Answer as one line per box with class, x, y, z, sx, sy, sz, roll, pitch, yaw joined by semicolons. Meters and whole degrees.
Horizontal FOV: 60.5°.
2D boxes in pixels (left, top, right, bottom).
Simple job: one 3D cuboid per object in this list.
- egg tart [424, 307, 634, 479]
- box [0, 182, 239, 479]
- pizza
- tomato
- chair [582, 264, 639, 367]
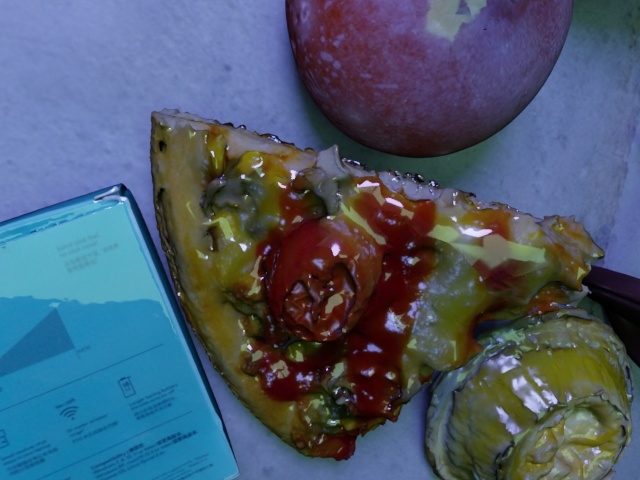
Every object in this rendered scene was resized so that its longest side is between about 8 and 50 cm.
egg tart;0.286;0.235;0.702;0.315;0.120;0.314;-5;112;-13
box;-0.227;0.120;0.531;0.205;0.118;0.311;-23;108;-15
pizza;0.058;0.042;0.526;0.407;0.130;0.439;-15;116;16
tomato;0.102;-0.211;0.513;0.271;0.227;0.269;-3;100;-16
chair;0.481;-0.014;0.681;0.227;0.226;0.400;25;93;-21
